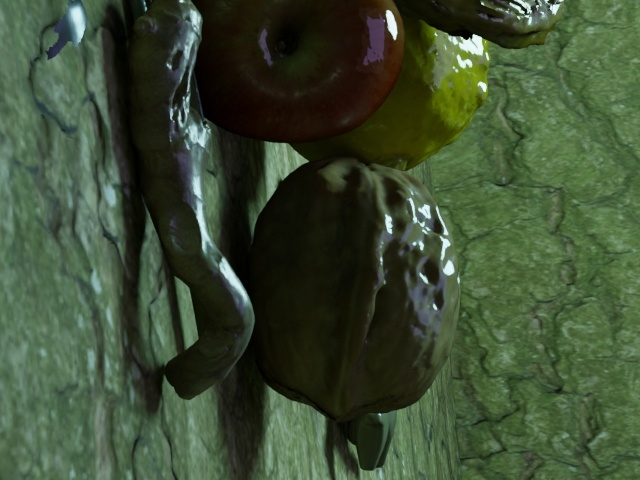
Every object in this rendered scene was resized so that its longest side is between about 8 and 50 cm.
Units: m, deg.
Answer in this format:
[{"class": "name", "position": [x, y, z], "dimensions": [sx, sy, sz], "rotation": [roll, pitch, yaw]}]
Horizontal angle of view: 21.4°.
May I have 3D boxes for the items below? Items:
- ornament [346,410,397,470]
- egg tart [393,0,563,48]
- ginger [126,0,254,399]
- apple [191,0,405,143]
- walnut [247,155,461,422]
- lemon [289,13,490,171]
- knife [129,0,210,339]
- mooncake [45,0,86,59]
[{"class": "ornament", "position": [0.062, 0.176, 1.971], "dimensions": [0.245, 0.061, 0.230], "rotation": [91, 5, -63]}, {"class": "egg tart", "position": [0.093, -0.268, 1.466], "dimensions": [0.107, 0.291, 0.290], "rotation": [-45, -148, 38]}, {"class": "ginger", "position": [-0.094, -0.033, 1.187], "dimensions": [0.089, 0.075, 0.288], "rotation": [-23, 104, -74]}, {"class": "apple", "position": [-0.025, -0.159, 1.343], "dimensions": [0.199, 0.199, 0.199], "rotation": [-6, 90, -81]}, {"class": "walnut", "position": [0.029, 0.043, 1.504], "dimensions": [0.198, 0.198, 0.245], "rotation": [63, 31, -66]}, {"class": "lemon", "position": [0.043, -0.191, 1.608], "dimensions": [0.233, 0.234, 0.288], "rotation": [67, 13, -62]}, {"class": "knife", "position": [-0.105, -0.075, 1.251], "dimensions": [0.061, 0.027, 0.343], "rotation": [-38, 121, -61]}, {"class": "mooncake", "position": [-0.181, -0.257, 0.780], "dimensions": [0.150, 0.057, 0.346], "rotation": [-68, 147, -44]}]
